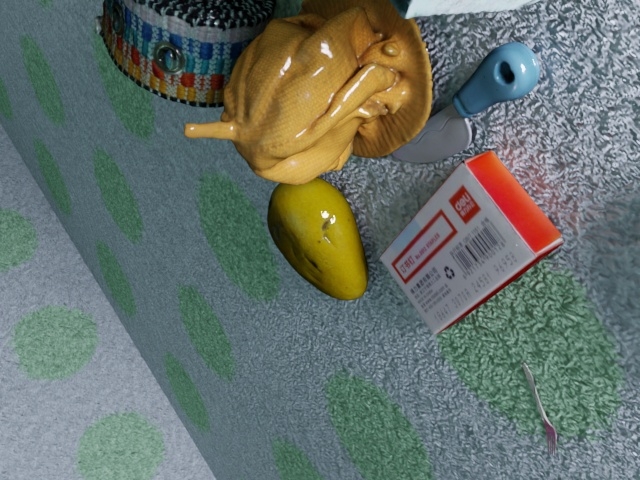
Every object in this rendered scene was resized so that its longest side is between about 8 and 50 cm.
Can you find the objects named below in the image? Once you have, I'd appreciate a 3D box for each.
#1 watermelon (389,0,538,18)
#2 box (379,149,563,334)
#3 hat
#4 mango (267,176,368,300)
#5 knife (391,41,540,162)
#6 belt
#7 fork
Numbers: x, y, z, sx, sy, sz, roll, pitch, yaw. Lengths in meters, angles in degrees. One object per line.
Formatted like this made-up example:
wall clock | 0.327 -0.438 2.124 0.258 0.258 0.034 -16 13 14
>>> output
watermelon | 0.139 -0.240 0.406 0.213 0.290 0.319 38 159 -33
box | 0.154 0.013 0.723 0.123 0.050 0.229 56 149 16
hat | -0.049 -0.160 0.706 0.244 0.233 0.234 53 150 21
mango | 0.000 0.000 0.902 0.195 0.098 0.137 58 145 -1
knife | 0.139 -0.123 0.669 0.058 0.032 0.244 56 153 3
belt | -0.170 -0.287 0.819 0.258 0.206 0.150 58 145 34
fork | 0.254 0.193 0.748 0.016 0.012 0.115 -15 95 55
